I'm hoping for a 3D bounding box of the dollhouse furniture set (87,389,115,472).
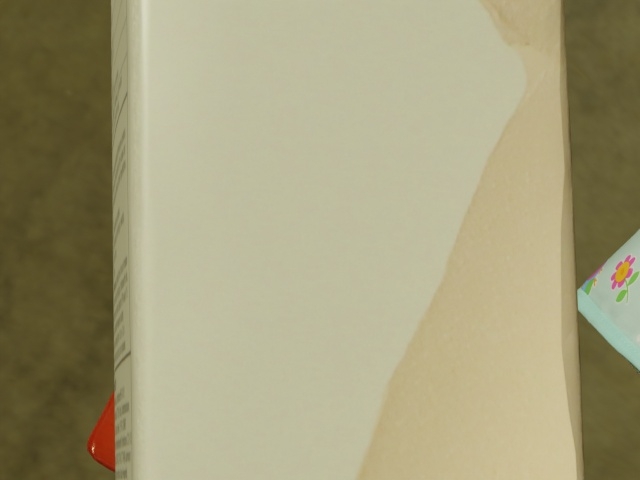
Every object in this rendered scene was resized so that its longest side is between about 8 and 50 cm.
[{"bbox_3d":[0.018,0.127,0.849,0.259,0.135,0.262,28,101,3],"label":"dollhouse furniture set"}]

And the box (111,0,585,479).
[{"bbox_3d":[0.000,0.000,0.532,0.121,0.148,0.311,0,84,-8],"label":"box"}]

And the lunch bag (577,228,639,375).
[{"bbox_3d":[0.291,0.035,1.016,0.160,0.262,0.223,41,95,-18],"label":"lunch bag"}]
